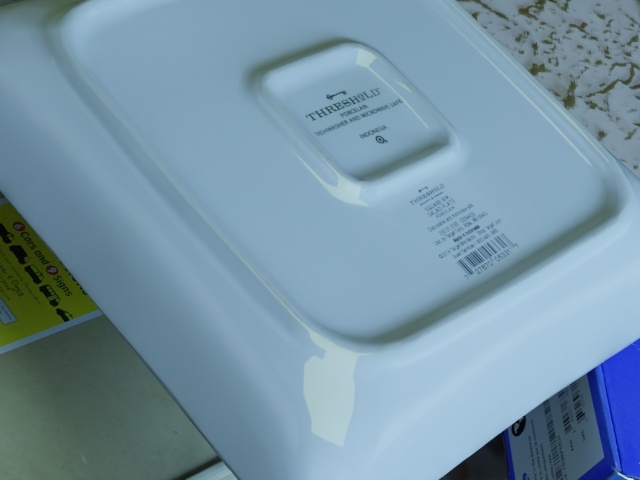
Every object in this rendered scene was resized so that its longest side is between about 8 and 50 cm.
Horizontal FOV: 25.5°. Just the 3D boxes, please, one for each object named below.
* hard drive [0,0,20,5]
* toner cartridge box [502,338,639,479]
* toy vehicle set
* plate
[{"bbox_3d":[-0.236,-0.212,0.796,0.353,0.047,0.233,-9,55,-36],"label":"hard drive"},{"bbox_3d":[0.249,0.109,0.713,0.348,0.075,0.165,21,45,-23],"label":"toner cartridge box"},{"bbox_3d":[-0.137,0.019,0.636,0.166,0.035,0.267,-20,62,-42],"label":"toy vehicle set"},{"bbox_3d":[0.010,-0.041,0.607,0.277,0.045,0.278,-26,66,-40],"label":"plate"}]
